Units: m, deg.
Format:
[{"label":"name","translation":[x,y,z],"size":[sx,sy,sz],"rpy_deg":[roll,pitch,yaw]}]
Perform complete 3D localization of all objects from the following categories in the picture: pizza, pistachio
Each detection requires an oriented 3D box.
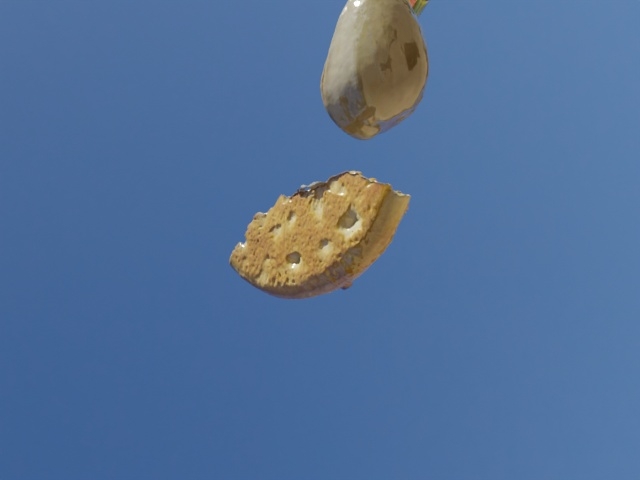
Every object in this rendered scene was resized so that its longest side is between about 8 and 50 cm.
[{"label":"pizza","translation":[0.002,-0.001,1.264],"size":[0.058,0.246,0.127],"rpy_deg":[10,-126,-46]},{"label":"pistachio","translation":[0.061,-0.199,1.354],"size":[0.124,0.124,0.184],"rpy_deg":[16,-116,-44]}]

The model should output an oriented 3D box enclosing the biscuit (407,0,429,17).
[{"label":"biscuit","translation":[0.093,-0.258,1.580],"size":[0.026,0.292,0.048],"rpy_deg":[-2,-117,-22]}]
